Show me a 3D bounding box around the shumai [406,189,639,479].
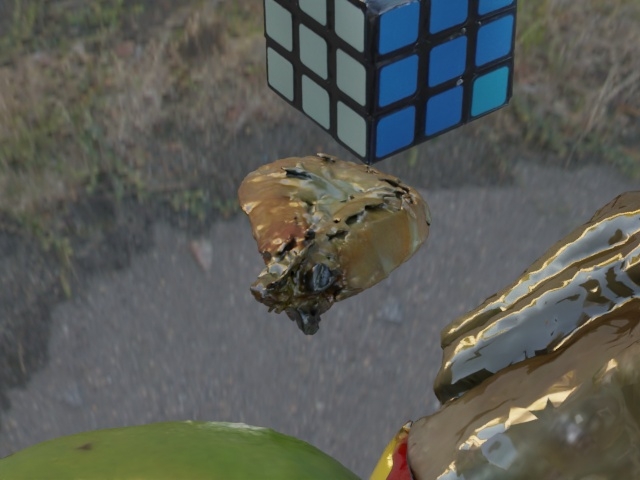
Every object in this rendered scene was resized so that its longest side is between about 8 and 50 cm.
[{"bbox_3d":[0.191,0.027,0.602,0.217,0.346,0.283,37,90,-25],"label":"shumai"}]

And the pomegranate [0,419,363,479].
[{"bbox_3d":[-0.051,0.153,0.626,0.236,0.302,0.236,-1,115,-2],"label":"pomegranate"}]

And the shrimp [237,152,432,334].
[{"bbox_3d":[0.000,0.000,0.815,0.091,0.184,0.043,18,111,4],"label":"shrimp"}]

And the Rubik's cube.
[{"bbox_3d":[0.059,-0.185,1.525,0.160,0.162,0.163,-24,42,-27],"label":"Rubik's cube"}]

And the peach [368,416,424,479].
[{"bbox_3d":[0.077,0.307,1.187,0.242,0.306,0.380,31,51,17],"label":"peach"}]
